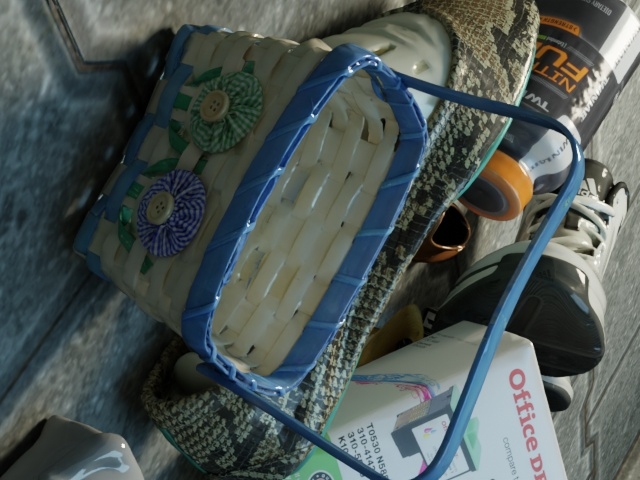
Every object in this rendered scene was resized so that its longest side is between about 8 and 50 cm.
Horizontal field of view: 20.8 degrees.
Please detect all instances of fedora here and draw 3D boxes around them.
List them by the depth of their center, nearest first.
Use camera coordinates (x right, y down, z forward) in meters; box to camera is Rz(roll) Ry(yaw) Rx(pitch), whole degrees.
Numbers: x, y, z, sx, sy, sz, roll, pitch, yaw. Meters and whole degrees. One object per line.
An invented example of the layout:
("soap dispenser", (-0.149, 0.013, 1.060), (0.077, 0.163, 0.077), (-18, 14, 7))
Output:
("fedora", (0.027, 0.133, 1.645), (0.194, 0.079, 0.194), (-51, 155, -36))

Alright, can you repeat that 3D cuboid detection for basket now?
("basket", (0.000, 0.000, 1.145), (0.255, 0.289, 0.201), (-65, 159, -6))

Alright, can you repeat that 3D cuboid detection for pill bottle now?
("pill bottle", (0.217, -0.135, 1.742), (0.245, 0.130, 0.130), (-56, 157, -26))

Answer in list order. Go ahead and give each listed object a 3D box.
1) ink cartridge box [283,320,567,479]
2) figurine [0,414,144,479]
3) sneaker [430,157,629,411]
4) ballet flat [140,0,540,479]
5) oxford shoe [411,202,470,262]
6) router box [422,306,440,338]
("ink cartridge box", (0.070, 0.216, 1.517), (0.278, 0.117, 0.201), (-22, 105, -24))
("figurine", (-0.215, 0.251, 1.200), (0.209, 0.092, 0.215), (-43, 149, -38))
("sneaker", (0.226, 0.009, 1.798), (0.447, 0.169, 0.257), (77, 28, -74))
("ballet flat", (0.013, -0.040, 1.361), (0.182, 0.164, 0.483), (41, 74, -43))
("oxford shoe", (0.116, -0.008, 1.718), (0.076, 0.076, 0.212), (-67, 161, 0))
("router box", (0.141, 0.143, 1.975), (0.179, 0.046, 0.133), (5, 108, -68))
